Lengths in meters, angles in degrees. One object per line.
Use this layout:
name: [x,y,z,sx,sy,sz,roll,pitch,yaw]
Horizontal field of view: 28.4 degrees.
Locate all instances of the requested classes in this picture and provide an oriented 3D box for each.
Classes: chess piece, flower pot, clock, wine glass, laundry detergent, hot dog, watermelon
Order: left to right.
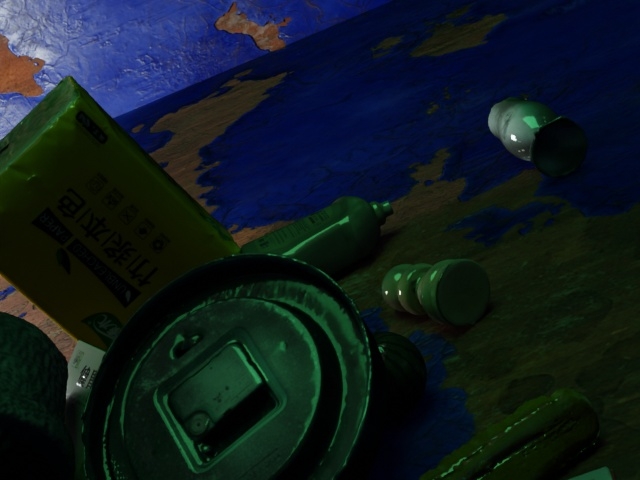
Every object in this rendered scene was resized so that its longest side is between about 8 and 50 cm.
flower pot: [-0.469,0.264,1.625,0.299,0.299,0.283,-21,42,9]
clock: [-0.102,0.198,1.486,0.386,0.076,0.386,-13,56,20]
laundry detergent: [0.000,0.000,2.045,0.253,0.091,0.181,-27,17,-4]
watermelon: [0.074,0.157,1.553,0.105,0.133,0.105,-17,37,14]
chess piece: [0.146,0.068,1.750,0.094,0.094,0.170,-37,21,-27]
hot dog: [0.167,0.250,1.333,0.289,0.083,0.068,-29,3,-12]
wine glass: [0.347,-0.177,2.066,0.103,0.103,0.222,-27,22,-5]

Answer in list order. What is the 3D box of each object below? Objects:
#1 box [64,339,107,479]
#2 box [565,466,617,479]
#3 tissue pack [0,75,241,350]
box: [-0.291,0.247,1.716,0.260,0.062,0.175,11,77,57]
box: [0.189,0.304,1.215,0.229,0.050,0.123,-21,22,9]
tissue pack: [-0.362,-0.022,2.013,0.293,0.382,0.228,-44,25,1]
